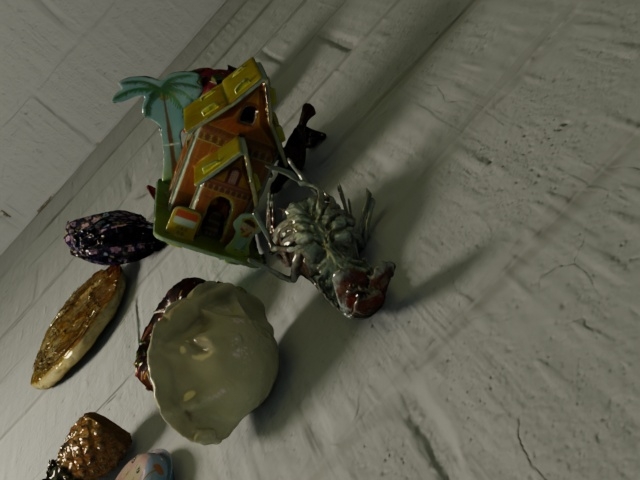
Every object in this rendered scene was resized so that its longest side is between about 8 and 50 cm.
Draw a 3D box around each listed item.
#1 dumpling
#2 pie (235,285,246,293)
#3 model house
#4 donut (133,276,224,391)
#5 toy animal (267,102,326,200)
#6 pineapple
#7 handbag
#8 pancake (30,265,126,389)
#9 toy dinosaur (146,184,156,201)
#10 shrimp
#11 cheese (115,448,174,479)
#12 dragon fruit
[{"bbox_3d":[-0.156,0.168,1.219,0.147,0.193,0.258,-29,34,45],"label":"dumpling"},{"bbox_3d":[-0.162,0.118,1.503,0.084,0.020,0.084,-40,27,25],"label":"pie"},{"bbox_3d":[-0.219,-0.181,1.543,0.300,0.340,0.324,-112,43,-65],"label":"model house"},{"bbox_3d":[-0.243,0.162,1.470,0.235,0.089,0.235,-48,24,29],"label":"donut"},{"bbox_3d":[-0.058,-0.166,1.679,0.203,0.070,0.105,-61,-17,-6],"label":"toy animal"},{"bbox_3d":[-0.429,0.402,1.429,0.237,0.119,0.111,-52,12,-2],"label":"pineapple"},{"bbox_3d":[-0.489,-0.005,2.036,0.207,0.228,0.127,20,113,62],"label":"handbag"},{"bbox_3d":[-0.583,0.204,2.027,0.356,0.065,0.356,-36,28,23],"label":"pancake"},{"bbox_3d":[-0.307,-0.131,1.987,0.207,0.113,0.327,-52,23,-5],"label":"toy dinosaur"},{"bbox_3d":[0.000,0.002,1.261,0.221,0.166,0.411,-19,38,-11],"label":"shrimp"},{"bbox_3d":[-0.257,0.380,1.250,0.135,0.052,0.244,-54,25,-10],"label":"cheese"},{"bbox_3d":[-0.232,-0.330,2.076,0.218,0.272,0.198,-16,85,42],"label":"dragon fruit"}]
